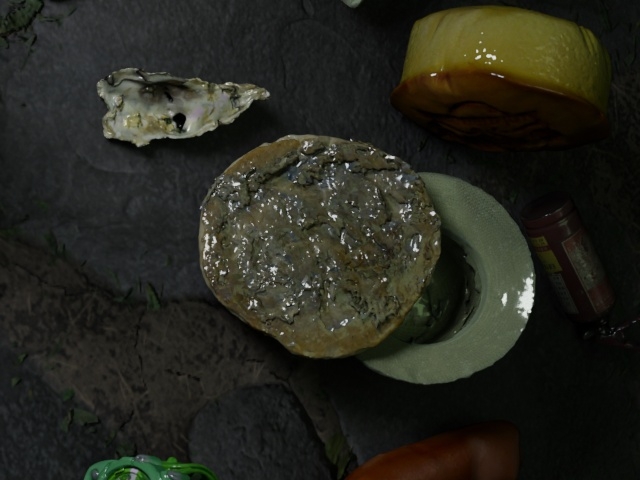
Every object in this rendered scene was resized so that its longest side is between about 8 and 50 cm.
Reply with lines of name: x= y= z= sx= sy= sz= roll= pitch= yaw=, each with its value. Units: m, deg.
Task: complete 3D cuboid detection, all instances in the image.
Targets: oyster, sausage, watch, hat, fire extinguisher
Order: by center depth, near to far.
watch: x=-0.181 y=0.311 z=1.844 sx=0.152 sy=0.131 sz=0.165 roll=41 pitch=57 yaw=-50
oyster: x=-0.161 y=-0.147 z=1.929 sx=0.199 sy=0.061 sz=0.106 roll=15 pitch=95 yaw=-35
hat: x=0.119 y=0.056 z=2.067 sx=0.257 sy=0.130 sz=0.257 roll=1 pitch=78 yaw=-5
sausage: x=0.138 y=0.284 z=2.114 sx=0.300 sy=0.083 sz=0.089 roll=-12 pitch=88 yaw=-42
fire extinguisher: x=0.360 y=0.055 z=2.293 sx=0.252 sy=0.106 sz=0.075 roll=63 pitch=35 yaw=-17

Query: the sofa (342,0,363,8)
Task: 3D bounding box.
sofa: x=0.105 y=-0.413 z=2.071 sx=0.225 sy=0.176 sz=0.210 roll=-27 pitch=104 yaw=-37

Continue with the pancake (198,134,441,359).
pancake: x=0.000 y=0.000 z=1.971 sx=0.282 sy=0.049 sz=0.283 roll=2 pitch=77 yaw=-10

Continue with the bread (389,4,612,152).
bread: x=0.223 y=-0.188 z=2.105 sx=0.269 sy=0.270 sz=0.148 roll=18 pitch=75 yaw=-37
